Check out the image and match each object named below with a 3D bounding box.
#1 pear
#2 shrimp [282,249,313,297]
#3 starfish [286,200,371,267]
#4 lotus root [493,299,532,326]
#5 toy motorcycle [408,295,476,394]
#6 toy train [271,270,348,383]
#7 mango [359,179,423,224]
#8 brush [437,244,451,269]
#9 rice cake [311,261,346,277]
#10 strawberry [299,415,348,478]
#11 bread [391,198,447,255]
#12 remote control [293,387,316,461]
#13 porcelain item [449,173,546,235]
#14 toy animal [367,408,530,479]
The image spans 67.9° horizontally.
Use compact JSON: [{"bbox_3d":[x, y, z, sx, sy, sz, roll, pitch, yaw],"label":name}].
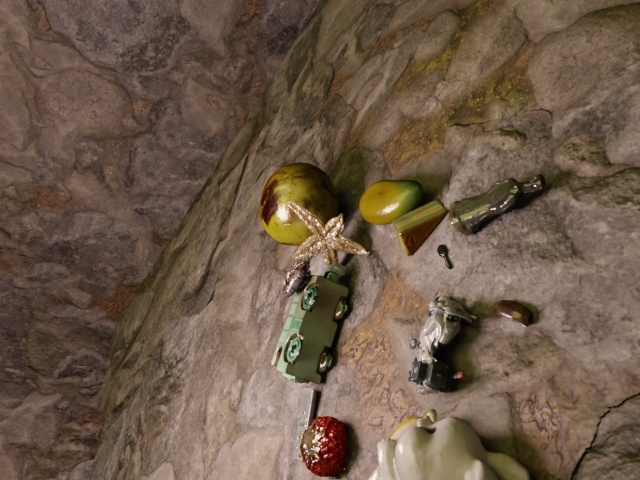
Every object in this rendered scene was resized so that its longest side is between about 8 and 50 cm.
[{"bbox_3d":[-0.075,-0.116,1.581,0.283,0.283,0.284,-37,39,37],"label":"pear"},{"bbox_3d":[-0.061,0.096,1.369,0.165,0.056,0.065,-56,13,7],"label":"shrimp"},{"bbox_3d":[-0.002,0.003,1.437,0.231,0.295,0.048,-59,-5,35],"label":"starfish"},{"bbox_3d":[0.374,0.137,0.929,0.083,0.030,0.038,23,85,59],"label":"lotus root"},{"bbox_3d":[0.251,0.212,1.002,0.150,0.102,0.221,134,156,-65],"label":"toy motorcycle"},{"bbox_3d":[-0.025,0.245,1.366,0.159,0.129,0.327,-9,59,61],"label":"toy train"},{"bbox_3d":[0.191,-0.107,1.332,0.137,0.091,0.237,-65,22,-5],"label":"mango"},{"bbox_3d":[0.299,0.039,1.144,0.024,0.008,0.083,-42,36,26],"label":"brush"},{"bbox_3d":[0.005,0.114,1.478,0.211,0.043,0.034,-30,38,53],"label":"rice cake"},{"bbox_3d":[0.006,0.499,1.156,0.145,0.086,0.145,-38,36,35],"label":"strawberry"},{"bbox_3d":[0.268,-0.035,1.247,0.139,0.084,0.074,-27,35,-1],"label":"bread"},{"bbox_3d":[-0.040,0.497,1.289,0.050,0.027,0.184,-17,57,53],"label":"remote control"},{"bbox_3d":[0.390,-0.090,1.045,0.215,0.069,0.081,-31,38,44],"label":"porcelain item"},{"bbox_3d":[0.191,0.433,0.840,0.310,0.182,0.247,-49,37,13],"label":"toy animal"}]
